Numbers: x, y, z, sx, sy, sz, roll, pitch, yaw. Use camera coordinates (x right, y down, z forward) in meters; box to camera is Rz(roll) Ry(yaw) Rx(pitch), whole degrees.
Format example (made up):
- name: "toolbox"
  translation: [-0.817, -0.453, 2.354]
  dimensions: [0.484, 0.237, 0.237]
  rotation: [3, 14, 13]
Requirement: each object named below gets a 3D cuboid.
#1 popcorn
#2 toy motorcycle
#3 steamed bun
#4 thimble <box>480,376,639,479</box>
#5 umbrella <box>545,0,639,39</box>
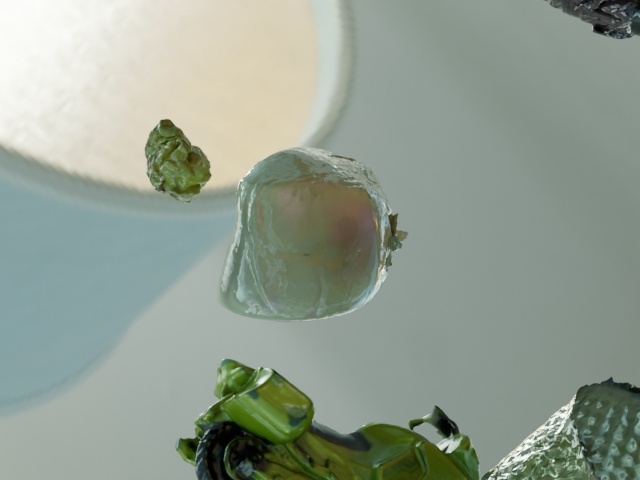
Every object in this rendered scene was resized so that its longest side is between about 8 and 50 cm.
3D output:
- name: "popcorn"
  translation: [-0.143, -0.076, 1.879]
  dimensions: [0.083, 0.060, 0.068]
  rotation: [59, -171, 1]
- name: "toy motorcycle"
  translation: [0.035, 0.229, 1.916]
  dimensions: [0.342, 0.142, 0.206]
  rotation: [29, -136, -16]
- name: "steamed bun"
  translation: [0.000, 0.000, 1.890]
  dimensions: [0.153, 0.170, 0.239]
  rotation: [11, -168, 11]
- name: "thimble"
  translation: [0.292, 0.278, 1.840]
  dimensions: [0.271, 0.150, 0.271]
  rotation: [35, -153, -21]
- name: "umbrella"
  translation: [0.384, -0.285, 2.338]
  dimensions: [0.326, 0.090, 0.094]
  rotation: [25, -126, 26]
